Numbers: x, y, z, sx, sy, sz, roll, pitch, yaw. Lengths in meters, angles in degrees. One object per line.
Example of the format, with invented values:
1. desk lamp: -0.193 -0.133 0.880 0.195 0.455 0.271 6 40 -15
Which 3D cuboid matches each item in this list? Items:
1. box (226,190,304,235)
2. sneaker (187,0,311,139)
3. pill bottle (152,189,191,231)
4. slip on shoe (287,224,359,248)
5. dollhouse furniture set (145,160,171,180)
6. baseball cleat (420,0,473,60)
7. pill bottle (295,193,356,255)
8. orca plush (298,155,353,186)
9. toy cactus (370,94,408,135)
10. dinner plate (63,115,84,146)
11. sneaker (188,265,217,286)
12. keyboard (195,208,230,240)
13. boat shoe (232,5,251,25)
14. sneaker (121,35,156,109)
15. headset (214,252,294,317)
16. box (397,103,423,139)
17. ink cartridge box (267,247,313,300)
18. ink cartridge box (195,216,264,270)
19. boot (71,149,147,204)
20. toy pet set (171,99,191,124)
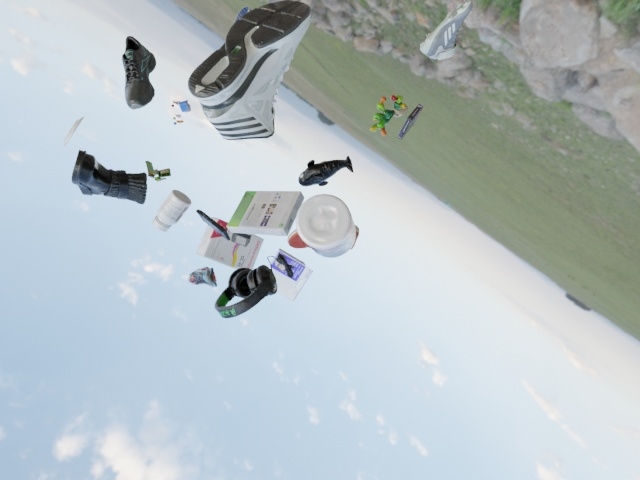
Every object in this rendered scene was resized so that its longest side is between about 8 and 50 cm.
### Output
1. box: -0.258 -0.132 2.009 0.322 0.232 0.058 5 145 27
2. sneaker: -0.169 -0.467 1.225 0.169 0.447 0.257 28 158 25
3. pill bottle: -0.855 -0.166 2.451 0.131 0.229 0.131 39 -166 -11
4. slip on shoe: 0.000 0.000 1.733 0.331 0.101 0.123 -5 149 31
5. dollhouse furniture set: -0.750 -0.322 1.985 0.151 0.059 0.076 68 -169 -87
6. baseball cleat: 0.409 -0.646 1.332 0.109 0.072 0.206 35 148 -18
7. pill bottle: 0.030 -0.035 1.457 0.176 0.176 0.318 38 178 13
8. orca plush: 0.020 -0.317 2.104 0.102 0.287 0.151 -83 -16 -53
9. toy cactus: 0.299 -0.525 1.770 0.180 0.219 0.112 -25 -112 -32
10. dinner plate: -0.938 -0.416 1.619 0.017 0.141 0.141 35 -169 -31
11. sneaker: -0.617 0.202 2.224 0.125 0.104 0.262 -16 -174 -25
12. keyboard: -0.448 -0.073 1.776 0.180 0.023 0.108 34 161 26
13. boat shoe: -0.336 -0.908 1.832 0.066 0.183 0.066 6 -132 -45
14. sneaker: -0.593 -0.532 1.361 0.106 0.101 0.267 67 -169 -61
15. headset: -0.260 0.195 1.787 0.394 0.243 0.185 -49 -63 -39
16. box: 0.423 -0.559 2.018 0.029 0.116 0.162 34 -129 8
17. ink cartridge box: -0.173 0.175 2.184 0.208 0.206 0.045 32 -164 -5
18. ink cartridge box: -0.501 0.031 2.392 0.306 0.226 0.131 25 171 -33
19. boot: -0.854 -0.256 1.768 0.260 0.131 0.348 9 169 -17
20. toy pet set: -0.760 -0.704 2.303 0.065 0.114 0.122 37 -140 -77
